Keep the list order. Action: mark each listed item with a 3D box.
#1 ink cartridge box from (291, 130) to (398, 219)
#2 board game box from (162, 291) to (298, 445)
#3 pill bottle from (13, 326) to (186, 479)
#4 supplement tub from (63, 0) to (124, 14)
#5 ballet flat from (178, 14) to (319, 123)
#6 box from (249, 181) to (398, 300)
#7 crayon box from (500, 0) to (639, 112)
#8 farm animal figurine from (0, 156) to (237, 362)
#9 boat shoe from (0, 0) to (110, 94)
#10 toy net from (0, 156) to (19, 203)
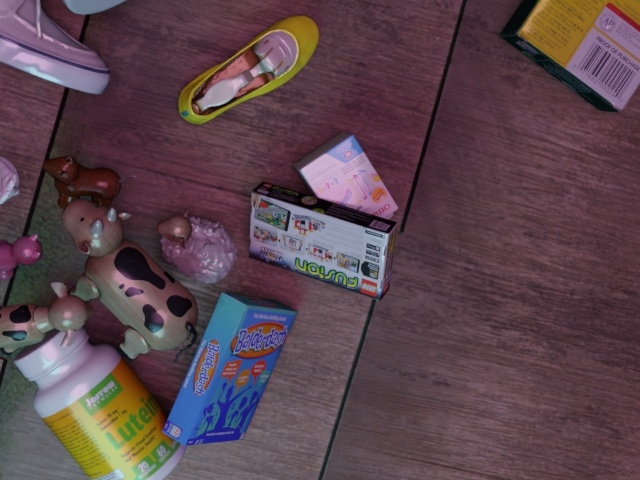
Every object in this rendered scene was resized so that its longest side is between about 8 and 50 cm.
[{"bbox_3d":[0.039,-0.070,1.499,0.092,0.090,0.143,-34,102,-3],"label":"ink cartridge box"},{"bbox_3d":[-0.123,0.181,1.478,0.047,0.160,0.210,25,95,26],"label":"board game box"},{"bbox_3d":[-0.309,0.231,1.460,0.136,0.136,0.245,-35,102,-3],"label":"pill bottle"},{"bbox_3d":[-0.320,-0.463,1.273,0.235,0.235,0.325,-37,87,-3],"label":"supplement tub"},{"bbox_3d":[-0.095,-0.234,1.459,0.231,0.077,0.077,-33,101,-4],"label":"ballet flat"},{"bbox_3d":[0.000,0.000,1.459,0.207,0.036,0.114,18,126,18],"label":"box"},{"bbox_3d":[0.436,-0.372,1.527,0.202,0.081,0.318,34,92,-13],"label":"crayon box"},{"bbox_3d":[-0.289,0.044,1.349,0.327,0.172,0.330,32,60,-15],"label":"farm animal figurine"},{"bbox_3d":[-0.424,-0.328,1.365,0.367,0.136,0.156,27,99,-4],"label":"boat shoe"},{"bbox_3d":[-0.450,-0.079,1.368,0.045,0.232,0.122,22,71,-49],"label":"toy net"}]
